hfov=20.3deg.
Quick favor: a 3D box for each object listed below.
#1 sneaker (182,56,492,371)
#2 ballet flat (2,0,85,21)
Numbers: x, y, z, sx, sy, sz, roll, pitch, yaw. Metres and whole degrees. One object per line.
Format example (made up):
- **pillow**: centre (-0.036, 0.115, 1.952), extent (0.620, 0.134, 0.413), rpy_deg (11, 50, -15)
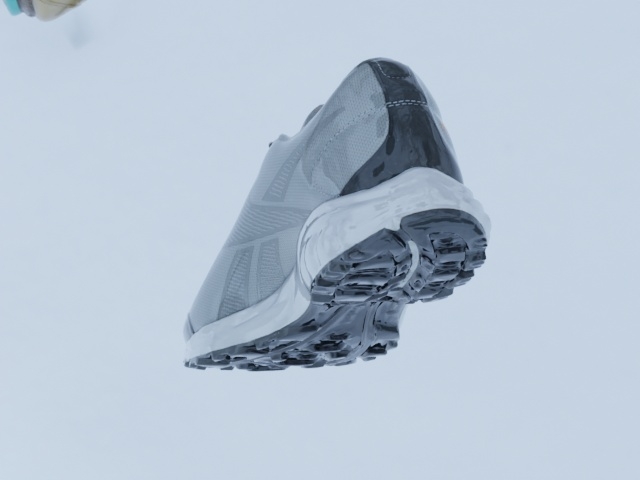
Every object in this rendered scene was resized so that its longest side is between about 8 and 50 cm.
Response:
- **sneaker**: centre (0.000, 0.000, 0.910), extent (0.100, 0.271, 0.108), rpy_deg (-1, 69, -26)
- **ballet flat**: centre (-0.112, -0.166, 0.575), extent (0.073, 0.232, 0.080), rpy_deg (-26, 55, -1)
